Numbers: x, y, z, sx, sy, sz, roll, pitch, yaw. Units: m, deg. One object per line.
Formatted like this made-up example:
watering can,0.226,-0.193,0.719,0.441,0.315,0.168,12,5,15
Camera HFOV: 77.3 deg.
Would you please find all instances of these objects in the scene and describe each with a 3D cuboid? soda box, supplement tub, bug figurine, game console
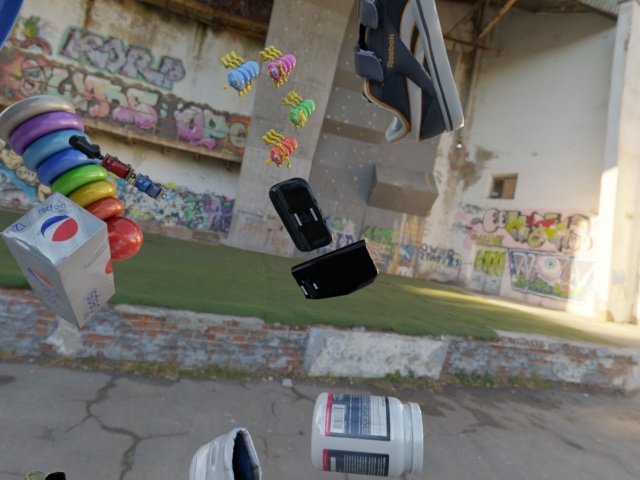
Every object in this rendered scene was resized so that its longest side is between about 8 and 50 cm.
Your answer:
soda box,-0.422,0.047,0.675,0.091,0.098,0.286,34,-37,-3
supplement tub,0.119,0.508,1.053,0.272,0.191,0.191,2,0,6
bug figurine,-0.101,-0.317,0.924,0.072,0.216,0.279,8,-39,39
game console,0.000,0.000,1.026,0.213,0.361,0.044,-21,27,12

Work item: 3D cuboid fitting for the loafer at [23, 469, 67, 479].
loafer,-0.541,0.487,0.803,0.148,0.050,0.056,2,-20,30

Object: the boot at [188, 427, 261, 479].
boot,-0.155,0.448,0.654,0.095,0.123,0.258,28,31,-39

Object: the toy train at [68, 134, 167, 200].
toy train,-0.311,-0.112,0.619,0.158,0.027,0.036,33,-4,-15

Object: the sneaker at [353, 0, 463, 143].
sneaker,0.097,-0.273,0.550,0.127,0.321,0.126,-19,34,16

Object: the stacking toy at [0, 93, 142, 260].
stacking toy,-0.465,-0.108,0.785,0.141,0.330,0.141,-33,6,4

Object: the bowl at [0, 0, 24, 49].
bowl,-0.525,-0.325,0.532,0.077,0.391,0.391,30,-9,-26
